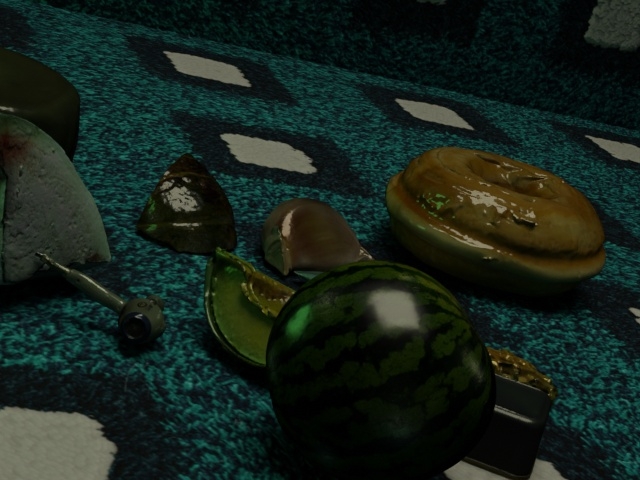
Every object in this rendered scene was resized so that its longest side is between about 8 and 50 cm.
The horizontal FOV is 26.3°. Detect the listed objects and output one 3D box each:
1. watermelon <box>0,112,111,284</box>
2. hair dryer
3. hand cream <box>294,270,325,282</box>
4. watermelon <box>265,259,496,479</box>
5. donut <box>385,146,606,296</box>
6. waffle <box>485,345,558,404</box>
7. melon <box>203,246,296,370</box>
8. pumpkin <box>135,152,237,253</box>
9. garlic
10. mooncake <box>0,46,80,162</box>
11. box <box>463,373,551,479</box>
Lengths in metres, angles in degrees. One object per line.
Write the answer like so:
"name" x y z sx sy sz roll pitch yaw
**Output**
"watermelon" -0.476 -0.023 1.931 0.290 0.320 0.213 -11 45 9
"hair dryer" -0.297 0.076 1.945 0.199 0.067 0.167 34 6 11
"hand cream" 0.092 0.105 2.224 0.111 0.070 0.312 1 22 -42
"watermelon" 0.072 0.163 1.709 0.285 0.285 0.285 15 19 -5
"donut" 0.335 -0.038 2.635 0.449 0.198 0.449 15 21 -6
"waffle" 0.265 0.209 2.101 0.194 0.051 0.149 -1 24 -43
"melon" -0.048 0.130 1.971 0.265 0.129 0.169 26 -2 34
"pumpkin" -0.200 -0.066 2.395 0.163 0.111 0.278 23 18 3
"garlic" 0.003 -0.003 2.421 0.267 0.148 0.128 -1 -11 -33
"mooncake" -0.587 -0.202 2.316 0.356 0.194 0.356 17 22 -7
"box" 0.217 0.239 1.916 0.201 0.090 0.144 20 18 11
